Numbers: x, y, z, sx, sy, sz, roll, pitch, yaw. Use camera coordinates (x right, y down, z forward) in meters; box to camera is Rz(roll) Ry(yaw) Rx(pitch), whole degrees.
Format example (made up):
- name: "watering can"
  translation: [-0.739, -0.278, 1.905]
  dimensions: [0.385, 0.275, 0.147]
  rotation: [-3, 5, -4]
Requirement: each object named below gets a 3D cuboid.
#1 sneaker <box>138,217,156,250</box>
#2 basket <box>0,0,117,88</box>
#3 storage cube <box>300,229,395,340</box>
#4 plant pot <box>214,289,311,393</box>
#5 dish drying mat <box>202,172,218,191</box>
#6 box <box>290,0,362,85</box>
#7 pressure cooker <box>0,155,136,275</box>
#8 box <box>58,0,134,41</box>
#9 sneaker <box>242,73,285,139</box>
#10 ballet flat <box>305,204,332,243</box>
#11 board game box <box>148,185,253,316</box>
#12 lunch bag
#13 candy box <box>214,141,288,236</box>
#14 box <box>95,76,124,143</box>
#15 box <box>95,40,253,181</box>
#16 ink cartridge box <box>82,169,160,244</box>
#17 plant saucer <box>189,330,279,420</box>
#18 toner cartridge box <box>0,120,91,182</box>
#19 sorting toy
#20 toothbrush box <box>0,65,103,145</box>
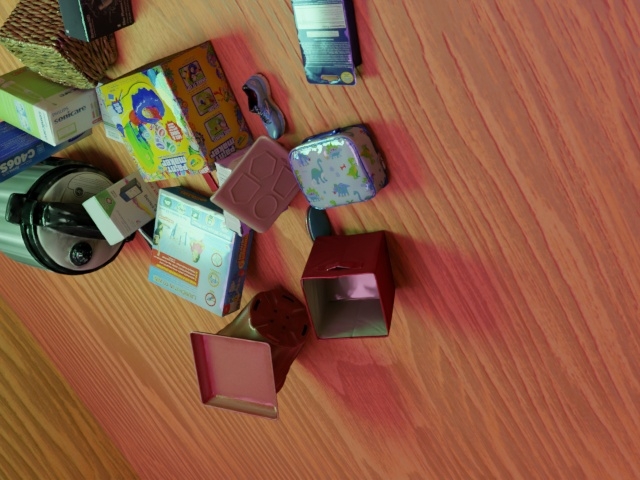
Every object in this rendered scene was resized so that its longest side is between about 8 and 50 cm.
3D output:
- name: "sneaker"
  translation: [-0.564, -0.016, 2.122]
  dimensions: [0.097, 0.084, 0.235]
  rotation: [-18, 109, 47]
- name: "basket"
  translation: [-0.708, -0.575, 1.797]
  dimensions: [0.299, 0.223, 0.213]
  rotation: [17, 164, 29]
- name: "storage cube"
  translation: [0.073, 0.109, 1.561]
  dimensions: [0.183, 0.193, 0.215]
  rotation: [-6, 121, 16]
- name: "plant pot"
  translation: [-0.173, 0.302, 1.927]
  dimensions: [0.272, 0.272, 0.265]
  rotation: [41, 131, 7]
- name: "dish drying mat"
  translation: [-0.324, -0.179, 1.849]
  dimensions: [0.032, 0.008, 0.083]
  rotation: [-11, 114, 45]
- name: "box"
  translation: [0.012, -0.439, 1.338]
  dimensions: [0.136, 0.036, 0.225]
  rotation: [12, 127, 34]
- name: "pressure cooker"
  translation: [-0.832, -0.072, 2.090]
  dimensions: [0.420, 0.370, 0.376]
  rotation: [9, 130, 40]
- name: "box"
  translation: [-0.567, -0.604, 1.604]
  dimensions: [0.093, 0.158, 0.156]
  rotation: [23, 134, 25]
- name: "sneaker"
  translation: [-0.145, -0.314, 1.541]
  dimensions: [0.063, 0.073, 0.162]
  rotation: [-8, 116, 43]
- name: "ballet flat"
  translation: [0.000, 0.000, 1.675]
  dimensions: [0.067, 0.073, 0.206]
  rotation: [3, 120, 56]
- name: "board game box"
  translation: [-0.358, 0.027, 1.901]
  dimensions: [0.308, 0.086, 0.302]
  rotation: [22, 111, 26]
- name: "lunch bag"
  translation: [0.040, -0.172, 1.485]
  dimensions: [0.219, 0.090, 0.176]
  rotation: [-9, 116, 44]
- name: "candy box"
  translation: [-0.172, -0.137, 1.630]
  dimensions: [0.070, 0.164, 0.196]
  rotation: [27, 136, 37]
- name: "box"
  translation: [-0.592, -0.376, 1.896]
  dimensions: [0.145, 0.038, 0.186]
  rotation: [22, 134, 25]
- name: "box"
  translation: [-0.373, -0.323, 1.651]
  dimensions: [0.289, 0.177, 0.279]
  rotation: [-3, 120, 42]
- name: "ink cartridge box"
  translation: [-0.594, -0.109, 1.977]
  dimensions: [0.093, 0.212, 0.154]
  rotation: [-21, 106, 43]
- name: "plant saucer"
  translation: [-0.237, 0.375, 1.824]
  dimensions: [0.258, 0.048, 0.259]
  rotation: [5, 114, 22]
- name: "toner cartridge box"
  translation: [-0.897, -0.315, 1.965]
  dimensions: [0.165, 0.348, 0.075]
  rotation: [30, 137, 19]
- name: "sorting toy"
  translation: [-0.142, -0.135, 1.558]
  dimensions: [0.193, 0.208, 0.038]
  rotation: [36, -171, -44]
- name: "toothbrush box"
  translation: [-0.823, -0.421, 1.928]
  dimensions: [0.283, 0.206, 0.122]
  rotation: [24, 134, 24]
